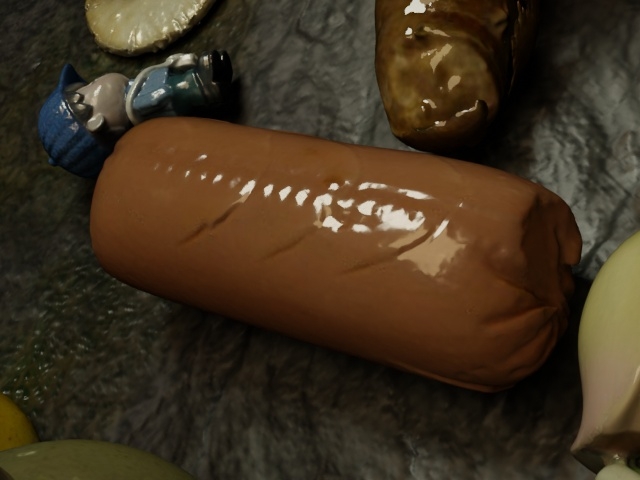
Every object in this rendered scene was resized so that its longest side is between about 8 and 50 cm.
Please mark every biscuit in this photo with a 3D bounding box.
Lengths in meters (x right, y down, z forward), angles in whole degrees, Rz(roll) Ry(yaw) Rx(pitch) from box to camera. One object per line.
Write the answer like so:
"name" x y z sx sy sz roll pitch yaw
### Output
"biscuit" -0.134 -0.215 0.896 0.152 0.020 0.152 -14 59 24

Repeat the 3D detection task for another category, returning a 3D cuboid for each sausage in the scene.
"sausage" 0.001 0.000 0.637 0.304 0.121 0.121 13 72 33

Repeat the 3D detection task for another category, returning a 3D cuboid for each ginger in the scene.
"ginger" 0.089 -0.209 0.652 0.133 0.107 0.309 -122 37 -71

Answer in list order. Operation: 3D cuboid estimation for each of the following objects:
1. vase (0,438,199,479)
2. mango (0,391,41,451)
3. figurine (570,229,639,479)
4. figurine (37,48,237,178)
"vase" -0.103 0.226 0.451 0.240 0.329 0.302 -18 50 -17
"mango" -0.248 0.144 0.740 0.161 0.076 0.103 22 84 46
"figurine" 0.122 0.147 0.470 0.274 0.226 0.394 -18 45 56
"figurine" -0.135 -0.098 0.808 0.149 0.086 0.087 -12 99 13
